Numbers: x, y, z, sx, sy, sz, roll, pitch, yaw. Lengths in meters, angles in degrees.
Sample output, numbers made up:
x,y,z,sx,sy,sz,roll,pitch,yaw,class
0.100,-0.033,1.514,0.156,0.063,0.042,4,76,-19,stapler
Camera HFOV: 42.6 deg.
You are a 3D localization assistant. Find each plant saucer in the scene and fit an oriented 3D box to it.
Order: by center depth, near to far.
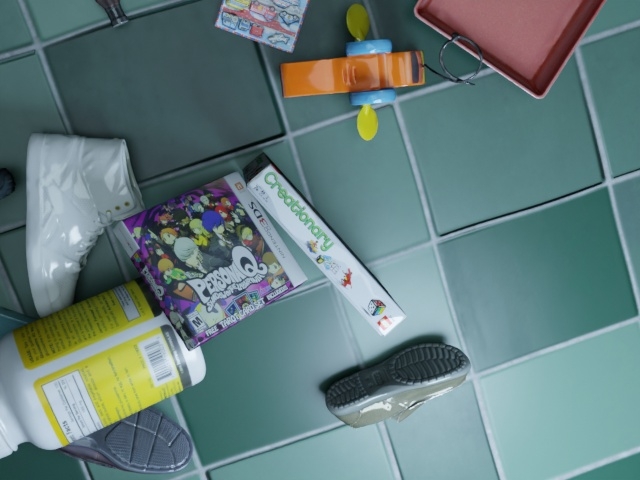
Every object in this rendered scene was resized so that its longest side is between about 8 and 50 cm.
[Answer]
x,y,z,sx,sy,sz,roll,pitch,yaw,class
0.313,-0.400,1.304,0.259,0.048,0.258,31,96,-11,plant saucer
-0.480,0.154,1.320,0.192,0.018,0.067,20,98,-12,plant saucer

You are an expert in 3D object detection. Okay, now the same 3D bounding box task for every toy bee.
x,y,z,sx,sy,sz,roll,pitch,yaw,class
0.097,-0.250,1.269,0.298,0.162,0.195,20,107,14,toy bee

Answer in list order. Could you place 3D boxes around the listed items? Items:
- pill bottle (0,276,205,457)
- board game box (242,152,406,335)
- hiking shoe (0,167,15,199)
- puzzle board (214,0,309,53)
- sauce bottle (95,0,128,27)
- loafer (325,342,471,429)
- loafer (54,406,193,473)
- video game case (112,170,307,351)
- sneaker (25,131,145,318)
x,y,z,sx,sy,sz,roll,pitch,yaw,class
-0.357,0.191,1.222,0.334,0.188,0.187,-23,103,-17,pill bottle
0.000,0.000,1.265,0.053,0.193,0.305,-41,104,2,board game box
-0.610,-0.098,1.205,0.304,0.113,0.132,-5,102,-7,hiking shoe
-0.089,-0.358,1.277,0.128,0.011,0.096,17,98,-11,puzzle board
-0.326,-0.383,1.225,0.042,0.042,0.128,-27,104,-2,sauce bottle
0.135,0.250,1.394,0.251,0.094,0.087,-18,127,6,loafer
-0.360,0.314,1.342,0.303,0.095,0.109,18,60,-13,loafer
-0.159,0.023,1.230,0.232,0.042,0.210,-28,83,-41,video game case
-0.354,-0.017,1.258,0.169,0.108,0.292,1,99,-5,sneaker
